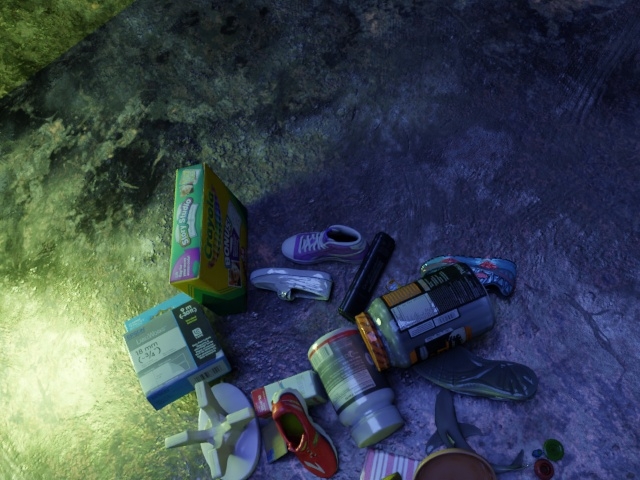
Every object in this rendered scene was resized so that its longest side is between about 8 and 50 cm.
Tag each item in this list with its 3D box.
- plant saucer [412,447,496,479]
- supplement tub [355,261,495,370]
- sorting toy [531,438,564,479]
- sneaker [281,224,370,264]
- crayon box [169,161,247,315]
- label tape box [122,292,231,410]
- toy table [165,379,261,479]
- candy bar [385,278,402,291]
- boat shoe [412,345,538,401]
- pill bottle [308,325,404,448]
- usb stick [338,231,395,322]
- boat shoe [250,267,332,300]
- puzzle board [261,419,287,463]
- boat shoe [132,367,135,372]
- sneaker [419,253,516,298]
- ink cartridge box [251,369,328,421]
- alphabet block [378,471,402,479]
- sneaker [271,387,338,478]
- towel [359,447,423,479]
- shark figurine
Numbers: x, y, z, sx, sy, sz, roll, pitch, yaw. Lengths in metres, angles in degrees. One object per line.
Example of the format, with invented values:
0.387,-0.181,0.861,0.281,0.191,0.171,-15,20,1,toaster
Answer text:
0.319,0.577,1.450,0.199,0.200,0.037,-18,18,9,plant saucer
0.260,0.198,1.531,0.315,0.194,0.194,-23,62,-3,supplement tub
0.543,0.528,1.462,0.061,0.042,0.102,32,67,11,sorting toy
0.000,-0.001,1.799,0.282,0.161,0.102,-2,68,18,sneaker
-0.323,0.004,1.808,0.106,0.313,0.363,-9,64,13,crayon box
-0.439,0.286,1.766,0.240,0.106,0.334,-28,55,-11,label tape box
-0.277,0.516,1.651,0.252,0.161,0.274,-32,62,2,toy table
0.252,0.168,1.723,0.040,0.018,0.161,-47,63,-7,candy bar
0.392,0.347,1.557,0.320,0.103,0.118,8,60,23,boat shoe
0.095,0.384,1.593,0.161,0.161,0.283,-31,62,2,pill bottle
0.136,0.106,1.758,0.045,0.077,0.278,6,64,56,usb stick
-0.094,0.136,1.802,0.258,0.095,0.084,-1,62,18,boat shoe
-0.124,0.539,1.629,0.011,0.128,0.096,0,59,-30,puzzle board
-0.454,0.366,1.828,0.227,0.079,0.081,-5,51,11,boat shoe
0.401,0.108,1.656,0.261,0.104,0.125,1,69,18,sneaker
-0.082,0.425,1.648,0.175,0.127,0.072,-21,63,7,ink cartridge box
0.133,0.683,1.406,0.192,0.193,0.197,-30,72,6,alphabet block
-0.049,0.513,1.542,0.107,0.118,0.279,-29,104,10,sneaker
0.198,0.621,1.533,0.196,0.029,0.144,8,70,17,towel
0.362,0.506,1.485,0.278,0.116,0.166,37,83,29,shark figurine
